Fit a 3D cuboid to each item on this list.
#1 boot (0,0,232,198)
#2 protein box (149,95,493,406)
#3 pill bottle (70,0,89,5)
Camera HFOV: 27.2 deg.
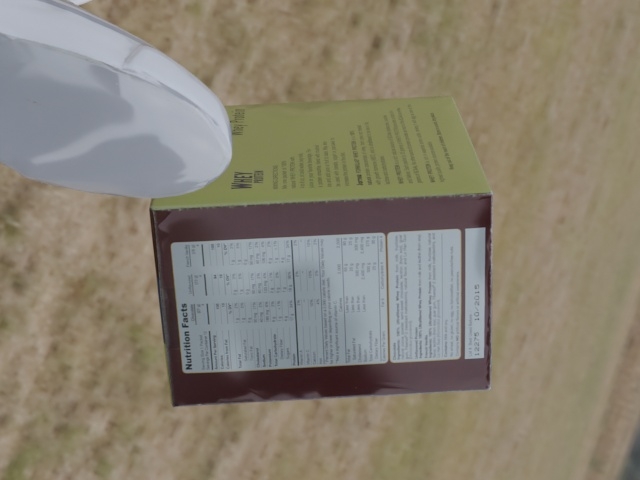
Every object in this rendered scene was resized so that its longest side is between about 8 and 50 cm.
[{"bbox_3d":[-0.147,-0.114,0.570,0.258,0.095,0.123,23,47,-36],"label":"boot"},{"bbox_3d":[0.000,0.000,0.878,0.200,0.201,0.136,-95,-178,-67],"label":"protein box"},{"bbox_3d":[-0.269,-0.324,1.284,0.264,0.146,0.146,-126,-134,-60],"label":"pill bottle"}]
